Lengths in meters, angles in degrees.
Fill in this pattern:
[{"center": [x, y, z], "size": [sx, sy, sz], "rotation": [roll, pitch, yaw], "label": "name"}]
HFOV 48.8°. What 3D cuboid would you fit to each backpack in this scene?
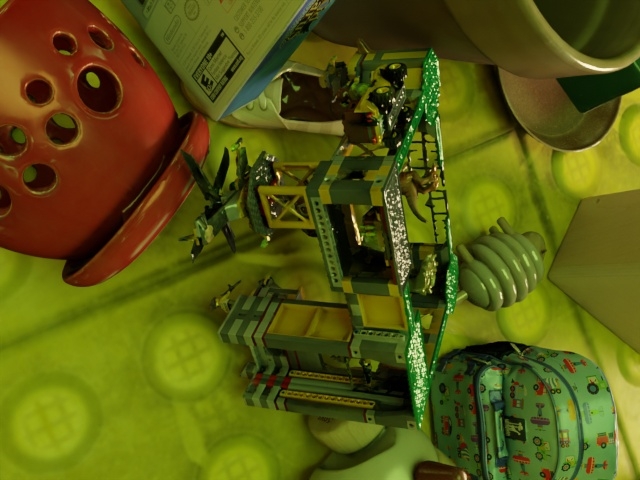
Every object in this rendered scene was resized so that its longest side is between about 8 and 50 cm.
[{"center": [0.206, 0.184, 0.713], "size": [0.117, 0.173, 0.158], "rotation": [0, 87, -26], "label": "backpack"}]

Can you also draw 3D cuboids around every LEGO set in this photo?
[{"center": [0.000, 0.000, 0.614], "size": [0.331, 0.192, 0.255], "rotation": [72, 29, -44], "label": "LEGO set"}]

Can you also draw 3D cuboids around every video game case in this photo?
[{"center": [-0.084, -0.260, 0.524], "size": [0.244, 0.269, 0.061], "rotation": [52, 52, -1], "label": "video game case"}]

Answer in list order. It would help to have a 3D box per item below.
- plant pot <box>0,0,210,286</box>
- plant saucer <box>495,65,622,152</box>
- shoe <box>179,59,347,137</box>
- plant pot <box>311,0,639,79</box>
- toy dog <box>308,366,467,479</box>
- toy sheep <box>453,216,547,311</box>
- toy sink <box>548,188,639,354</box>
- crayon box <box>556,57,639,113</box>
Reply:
[{"center": [-0.191, -0.071, 0.530], "size": [0.174, 0.191, 0.191], "rotation": [39, 71, -21], "label": "plant pot"}, {"center": [0.282, -0.202, 0.852], "size": [0.199, 0.036, 0.198], "rotation": [2, 86, -25], "label": "plant saucer"}, {"center": [-0.025, -0.143, 0.686], "size": [0.219, 0.058, 0.076], "rotation": [6, 84, -25], "label": "shoe"}, {"center": [0.111, -0.290, 0.618], "size": [0.323, 0.280, 0.323], "rotation": [-2, 94, -42], "label": "plant pot"}, {"center": [0.024, 0.283, 0.624], "size": [0.220, 0.161, 0.333], "rotation": [24, 77, -22], "label": "toy dog"}, {"center": [0.191, 0.032, 0.768], "size": [0.132, 0.091, 0.091], "rotation": [-32, 101, -10], "label": "toy sheep"}, {"center": [0.422, 0.050, 0.839], "size": [0.234, 0.153, 0.131], "rotation": [36, 72, -18], "label": "toy sink"}, {"center": [0.348, -0.375, 0.827], "size": [0.363, 0.106, 0.313], "rotation": [-39, 97, -27], "label": "crayon box"}]
